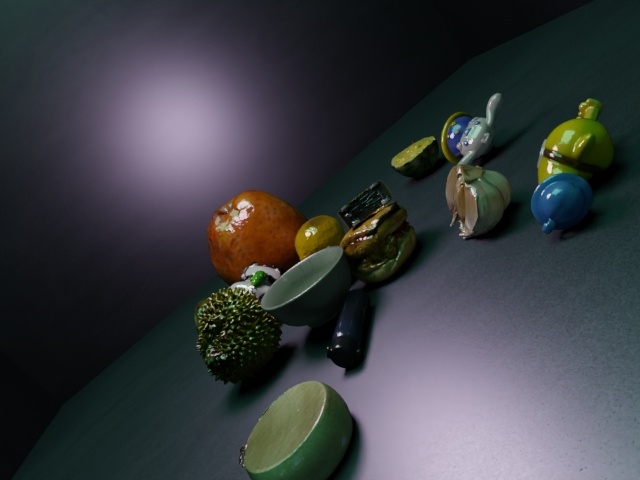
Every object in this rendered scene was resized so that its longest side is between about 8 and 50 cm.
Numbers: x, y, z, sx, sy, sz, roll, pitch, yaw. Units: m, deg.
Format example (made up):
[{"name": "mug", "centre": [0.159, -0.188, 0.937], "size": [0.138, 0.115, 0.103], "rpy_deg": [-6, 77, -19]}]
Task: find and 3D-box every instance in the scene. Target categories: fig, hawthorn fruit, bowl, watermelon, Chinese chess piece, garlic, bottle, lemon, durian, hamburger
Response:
[{"name": "fig", "centre": [-0.368, 0.311, 1.826], "size": [0.235, 0.203, 0.203], "rpy_deg": [-17, 15, 1]}, {"name": "hawthorn fruit", "centre": [-0.275, 0.007, 2.001], "size": [0.471, 0.472, 0.472], "rpy_deg": [-37, 14, 11]}, {"name": "bowl", "centre": [-0.018, 0.157, 1.340], "size": [0.289, 0.146, 0.289], "rpy_deg": [-32, 14, 9]}, {"name": "watermelon", "centre": [0.405, -0.337, 1.925], "size": [0.204, 0.127, 0.232], "rpy_deg": [-43, 16, -13]}, {"name": "Chinese chess piece", "centre": [-0.046, 0.386, 0.902], "size": [0.237, 0.092, 0.238], "rpy_deg": [-36, 15, 11]}, {"name": "garlic", "centre": [0.414, -0.110, 1.196], "size": [0.142, 0.178, 0.230], "rpy_deg": [-10, 33, -6]}, {"name": "bottle", "centre": [0.078, 0.218, 1.158], "size": [0.244, 0.081, 0.072], "rpy_deg": [-62, -18, -59]}, {"name": "lemon", "centre": [0.000, 0.000, 1.802], "size": [0.188, 0.188, 0.257], "rpy_deg": [-22, 21, 51]}, {"name": "durian", "centre": [-0.239, 0.288, 1.389], "size": [0.291, 0.292, 0.224], "rpy_deg": [-32, -24, 29]}, {"name": "hamburger", "centre": [0.176, 0.007, 1.389], "size": [0.244, 0.163, 0.244], "rpy_deg": [-39, 6, 5]}]

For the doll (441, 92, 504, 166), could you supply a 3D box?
[{"name": "doll", "centre": [0.523, -0.327, 1.620], "size": [0.242, 0.159, 0.311], "rpy_deg": [5, 69, 54]}]

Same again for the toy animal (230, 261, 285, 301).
[{"name": "toy animal", "centre": [-0.228, 0.205, 1.699], "size": [0.212, 0.213, 0.267], "rpy_deg": [-34, 13, 21]}]

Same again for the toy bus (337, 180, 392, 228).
[{"name": "toy bus", "centre": [0.134, -0.105, 1.370], "size": [0.162, 0.070, 0.074], "rpy_deg": [-37, -5, 7]}]

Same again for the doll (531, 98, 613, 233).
[{"name": "doll", "centre": [0.546, -0.152, 1.012], "size": [0.363, 0.145, 0.200], "rpy_deg": [-57, -19, -27]}]

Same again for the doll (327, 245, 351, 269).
[{"name": "doll", "centre": [0.055, 0.075, 1.525], "size": [0.105, 0.115, 0.221], "rpy_deg": [-1, -23, -11]}]
